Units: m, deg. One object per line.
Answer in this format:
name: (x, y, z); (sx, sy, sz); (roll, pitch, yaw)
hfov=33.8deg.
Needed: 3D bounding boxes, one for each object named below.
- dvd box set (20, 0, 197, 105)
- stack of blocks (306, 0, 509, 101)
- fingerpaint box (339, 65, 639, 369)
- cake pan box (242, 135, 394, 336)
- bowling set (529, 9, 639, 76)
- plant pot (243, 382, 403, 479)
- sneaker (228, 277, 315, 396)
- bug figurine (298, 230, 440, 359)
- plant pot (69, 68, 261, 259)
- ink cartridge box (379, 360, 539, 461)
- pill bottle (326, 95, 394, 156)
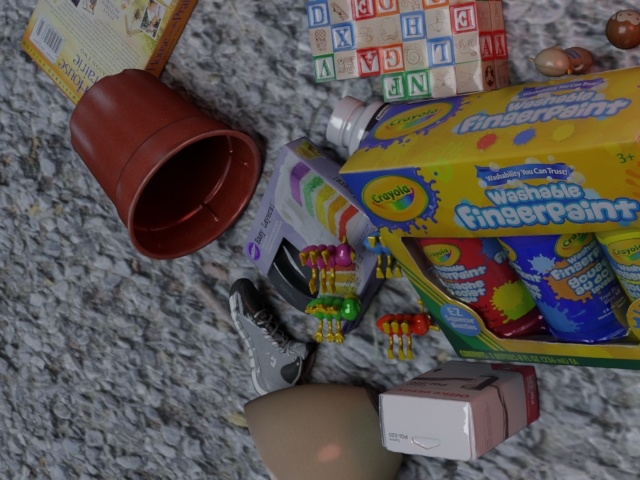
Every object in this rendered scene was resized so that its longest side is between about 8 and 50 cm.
dvd box set: (-0.388, -0.444, 1.977); (0.307, 0.062, 0.420); (45, 122, 20)
stack of blocks: (0.129, -0.301, 1.611); (0.297, 0.087, 0.171); (0, 100, 36)
fingerpaint box: (0.301, -0.012, 1.357); (0.444, 0.163, 0.371); (-2, 131, 46)
cake pan box: (0.000, 0.000, 1.764); (0.246, 0.070, 0.267); (44, 132, 21)
bowling set: (0.354, -0.216, 1.423); (0.287, 0.154, 0.200); (22, 113, 30)
plant pot: (0.024, 0.347, 1.747); (0.191, 0.284, 0.284); (-31, 80, 1)
sneaker: (-0.072, 0.168, 1.876); (0.132, 0.086, 0.229); (-9, 105, 32)
bug figurine: (0.075, 0.070, 1.641); (0.216, 0.072, 0.279); (1, 135, 11)
plant pot: (-0.292, -0.153, 1.861); (0.265, 0.272, 0.272); (44, 122, 30)
ink cartridge box: (0.211, 0.252, 1.591); (0.158, 0.218, 0.092); (-1, 99, 36)
pill bottle: (0.111, -0.151, 1.626); (0.193, 0.108, 0.108); (27, 115, 18)
